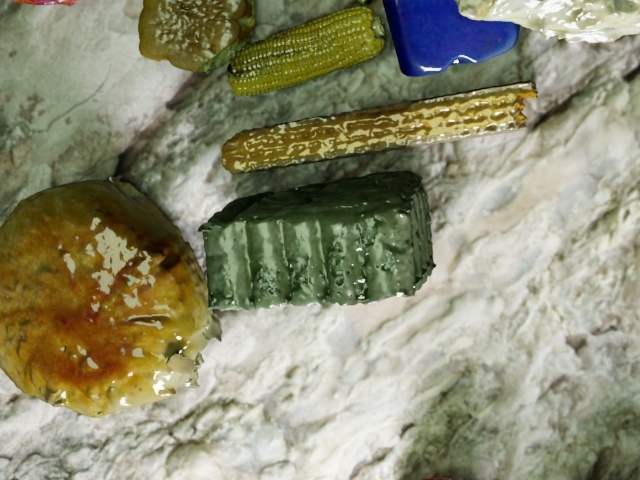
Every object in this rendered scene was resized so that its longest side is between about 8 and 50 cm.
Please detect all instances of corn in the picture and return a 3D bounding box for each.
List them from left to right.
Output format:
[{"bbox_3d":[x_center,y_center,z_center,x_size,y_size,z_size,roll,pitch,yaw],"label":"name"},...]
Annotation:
[{"bbox_3d":[-0.019,-0.225,1.520,0.203,0.072,0.072,-17,96,17],"label":"corn"}]

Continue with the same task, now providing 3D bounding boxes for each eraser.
[{"bbox_3d":[0.120,-0.359,1.406,0.155,0.101,0.332,-16,112,4],"label":"eraser"}]

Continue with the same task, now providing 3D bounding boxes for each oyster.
[{"bbox_3d":[0.314,-0.308,1.348,0.355,0.107,0.201,-27,107,2],"label":"oyster"}]

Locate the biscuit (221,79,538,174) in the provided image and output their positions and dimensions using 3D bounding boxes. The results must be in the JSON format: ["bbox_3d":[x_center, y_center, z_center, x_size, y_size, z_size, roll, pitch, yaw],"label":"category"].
[{"bbox_3d":[0.069,-0.131,1.506,0.379,0.094,0.054,-8,92,15],"label":"biscuit"}]

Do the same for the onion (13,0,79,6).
[{"bbox_3d":[-0.340,-0.394,1.522,0.230,0.163,0.229,1,96,7],"label":"onion"}]

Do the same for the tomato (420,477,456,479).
[{"bbox_3d":[0.180,0.392,1.536,0.101,0.228,0.227,-6,101,-18],"label":"tomato"}]

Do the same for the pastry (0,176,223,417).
[{"bbox_3d":[-0.293,0.083,1.613,0.330,0.136,0.329,3,103,13],"label":"pastry"}]

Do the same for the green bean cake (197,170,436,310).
[{"bbox_3d":[0.000,0.000,1.470,0.255,0.241,0.132,-3,101,15],"label":"green bean cake"}]

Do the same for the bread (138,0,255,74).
[{"bbox_3d":[-0.151,-0.268,1.546,0.140,0.069,0.127,12,104,13],"label":"bread"}]

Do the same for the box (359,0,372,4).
[{"bbox_3d":[-0.022,-0.436,1.495,0.311,0.043,0.173,37,107,4],"label":"box"}]
